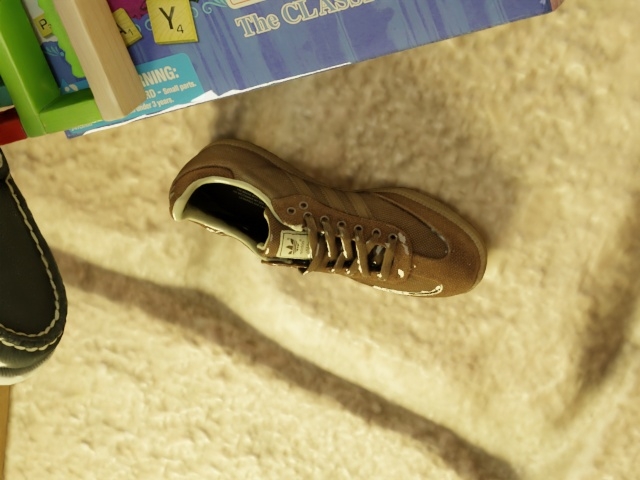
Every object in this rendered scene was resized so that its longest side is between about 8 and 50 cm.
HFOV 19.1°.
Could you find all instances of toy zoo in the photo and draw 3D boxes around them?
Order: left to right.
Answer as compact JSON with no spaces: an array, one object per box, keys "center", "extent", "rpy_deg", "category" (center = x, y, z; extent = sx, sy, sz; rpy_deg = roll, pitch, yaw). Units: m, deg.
[{"center":[-0.258,-0.134,1.100],"extent":[0.293,0.030,0.192],"rpy_deg":[-11,112,32],"category":"toy zoo"}]

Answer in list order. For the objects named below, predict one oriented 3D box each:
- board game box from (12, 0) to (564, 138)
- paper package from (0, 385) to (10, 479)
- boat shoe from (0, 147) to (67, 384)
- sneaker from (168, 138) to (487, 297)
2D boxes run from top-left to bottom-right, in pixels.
[{"center":[-0.061,-0.236,1.006],"extent":[0.319,0.066,0.318],"rpy_deg":[-13,110,30],"category":"board game box"},{"center":[-0.355,0.210,1.225],"extent":[0.168,0.325,0.309],"rpy_deg":[19,122,14],"category":"paper package"},{"center":[-0.233,-0.056,1.040],"extent":[0.302,0.114,0.091],"rpy_deg":[50,133,-8],"category":"boat shoe"},{"center":[0.000,0.000,1.102],"extent":[0.188,0.071,0.066],"rpy_deg":[18,122,16],"category":"sneaker"}]
